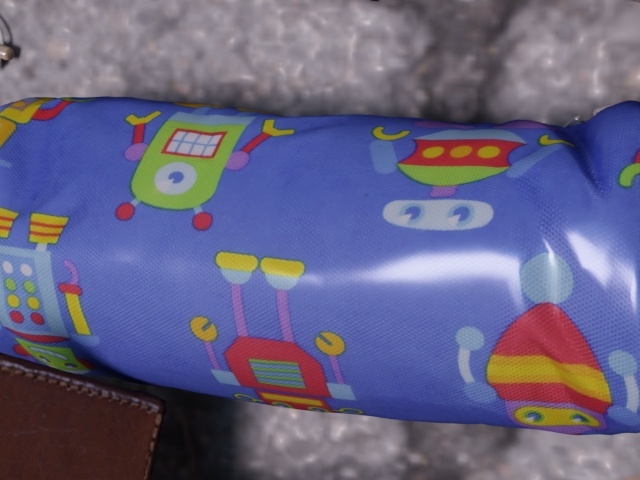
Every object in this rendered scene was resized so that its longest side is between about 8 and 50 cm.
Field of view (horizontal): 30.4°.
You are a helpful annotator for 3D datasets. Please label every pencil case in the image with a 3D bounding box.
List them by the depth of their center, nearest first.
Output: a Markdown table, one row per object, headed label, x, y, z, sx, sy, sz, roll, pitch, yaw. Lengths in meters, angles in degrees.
| label | x | y | z | sx | sy | sz | roll | pitch | yaw |
| --- | --- | --- | --- | --- | --- | --- | --- | --- | --- |
| pencil case | 0.000 | 0.000 | 0.472 | 0.306 | 0.119 | 0.133 | 3 | 58 | 22 |

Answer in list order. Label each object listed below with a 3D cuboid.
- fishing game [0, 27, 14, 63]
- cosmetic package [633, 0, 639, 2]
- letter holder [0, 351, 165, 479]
| label | x | y | z | sx | sy | sz | roll | pitch | yaw |
| --- | --- | --- | --- | --- | --- | --- | --- | --- | --- |
| fishing game | -0.189 | -0.233 | 0.573 | 0.189 | 0.041 | 0.264 | 25 | 103 | 16 |
| cosmetic package | -0.018 | -0.195 | 0.395 | 0.385 | 0.217 | 0.156 | 20 | 102 | 15 |
| letter holder | -0.208 | 0.179 | 0.418 | 0.152 | 0.214 | 0.301 | -1 | 72 | 37 |
